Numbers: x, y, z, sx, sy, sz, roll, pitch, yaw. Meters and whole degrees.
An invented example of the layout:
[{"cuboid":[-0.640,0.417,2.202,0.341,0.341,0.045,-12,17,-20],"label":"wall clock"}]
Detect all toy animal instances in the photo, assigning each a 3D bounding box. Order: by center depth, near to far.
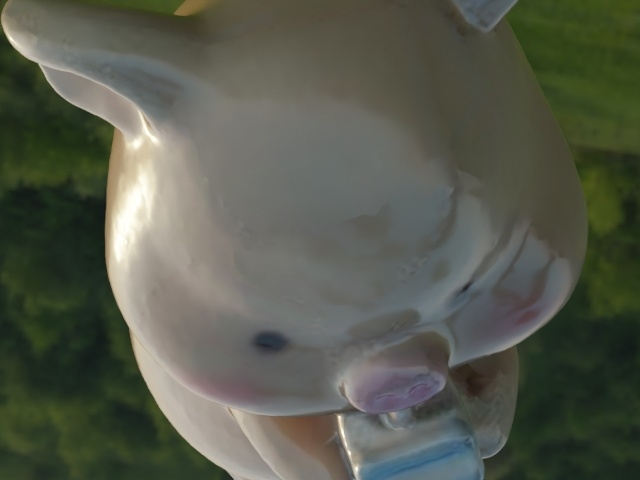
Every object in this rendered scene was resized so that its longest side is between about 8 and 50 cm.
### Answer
[{"cuboid":[0.001,0.001,0.722,0.195,0.213,0.256,-15,175,-9],"label":"toy animal"}]
